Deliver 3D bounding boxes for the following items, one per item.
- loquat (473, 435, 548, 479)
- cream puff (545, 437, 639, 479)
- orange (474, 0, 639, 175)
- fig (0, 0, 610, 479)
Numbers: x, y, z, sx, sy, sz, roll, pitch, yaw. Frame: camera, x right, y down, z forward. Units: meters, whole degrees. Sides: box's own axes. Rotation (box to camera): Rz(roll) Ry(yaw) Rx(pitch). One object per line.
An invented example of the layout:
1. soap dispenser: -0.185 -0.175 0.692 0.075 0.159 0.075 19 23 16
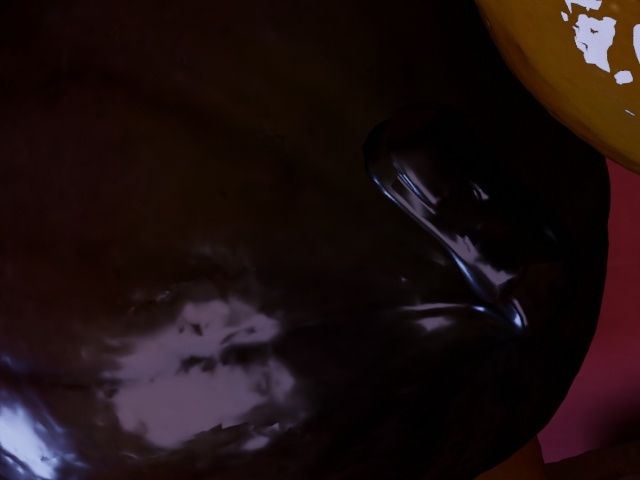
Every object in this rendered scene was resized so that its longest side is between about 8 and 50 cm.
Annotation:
1. loquat: -0.003 0.106 0.688 0.208 0.208 0.208 5 146 3
2. cream puff: 0.191 0.218 0.805 0.324 0.257 0.291 -48 165 11
3. orange: 0.136 -0.101 0.380 0.219 0.193 0.219 18 143 14
4. fig: -0.010 -0.001 0.508 0.214 0.235 0.235 32 154 25
